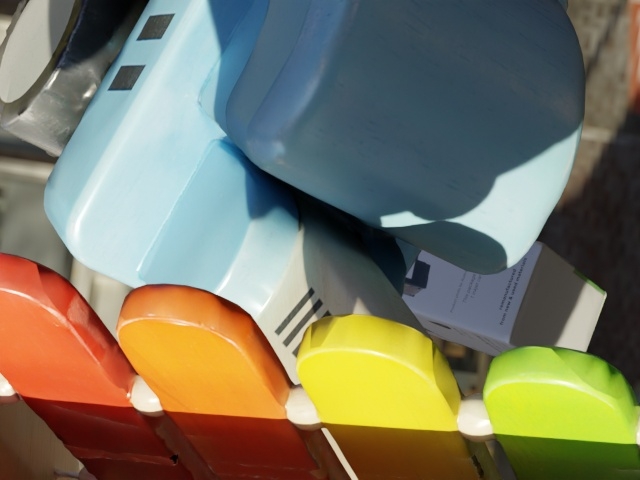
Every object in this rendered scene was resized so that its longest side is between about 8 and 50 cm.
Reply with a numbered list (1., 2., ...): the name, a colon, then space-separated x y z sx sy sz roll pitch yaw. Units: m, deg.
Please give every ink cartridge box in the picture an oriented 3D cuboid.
1. ink cartridge box: 0.112 0.035 1.612 0.160 0.219 0.092 30 -102 -57

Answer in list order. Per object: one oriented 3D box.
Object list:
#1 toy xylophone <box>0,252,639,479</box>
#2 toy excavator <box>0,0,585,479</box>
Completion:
1. toy xylophone: 0.027 0.100 0.569 0.236 0.323 0.081 73 -152 -56
2. toy excavator: 0.000 0.000 0.849 0.433 0.222 0.445 -59 29 8
